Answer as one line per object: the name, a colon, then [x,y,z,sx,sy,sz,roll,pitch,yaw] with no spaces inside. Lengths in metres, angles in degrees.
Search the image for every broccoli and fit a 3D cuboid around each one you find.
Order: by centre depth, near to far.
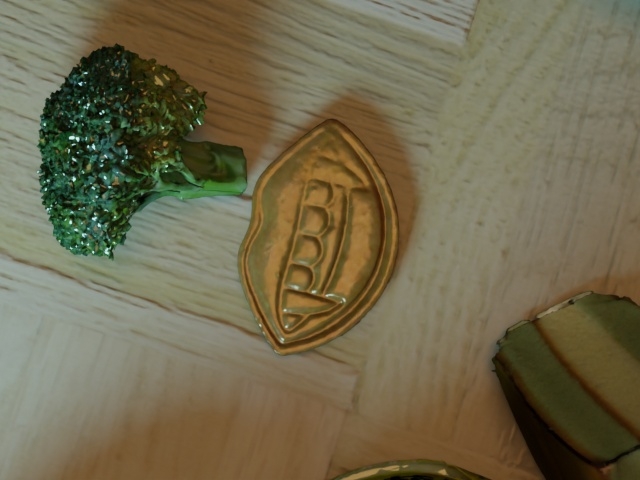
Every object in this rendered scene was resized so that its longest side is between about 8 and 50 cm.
broccoli: [-0.153,-0.075,1.591,0.194,0.194,0.219,-8,61,-4]

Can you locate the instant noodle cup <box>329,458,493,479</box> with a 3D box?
instant noodle cup: [0.085,0.342,1.483,0.326,0.254,0.325,0,83,-2]

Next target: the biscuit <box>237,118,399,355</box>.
biscuit: [0.000,0.000,1.630,0.142,0.029,0.220,16,83,-1]

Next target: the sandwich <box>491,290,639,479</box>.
sandwich: [0.272,0.187,1.587,0.155,0.227,0.198,-24,121,-7]
